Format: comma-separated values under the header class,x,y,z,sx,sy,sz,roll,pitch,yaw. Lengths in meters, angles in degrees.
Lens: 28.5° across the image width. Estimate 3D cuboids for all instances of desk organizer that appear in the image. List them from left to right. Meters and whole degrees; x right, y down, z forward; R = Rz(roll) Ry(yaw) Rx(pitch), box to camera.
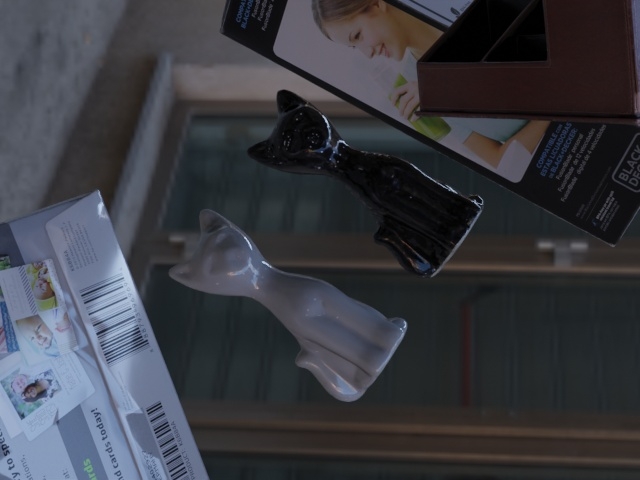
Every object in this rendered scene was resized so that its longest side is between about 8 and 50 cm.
class,x,y,z,sx,sy,sz,roll,pitch,yaw
desk organizer,0.090,-0.074,0.484,0.130,0.047,0.050,11,-68,58

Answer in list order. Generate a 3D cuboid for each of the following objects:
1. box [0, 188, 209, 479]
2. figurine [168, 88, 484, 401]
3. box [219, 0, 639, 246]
class,x,y,z,sx,sy,sz,roll,pitch,yaw
box,-0.124,0.076,0.417,0.186,0.038,0.145,-26,97,-51
figurine,0.000,0.000,1.103,0.215,0.209,0.092,-57,178,-13
box,0.102,-0.136,0.818,0.169,0.290,0.087,-52,168,-47
